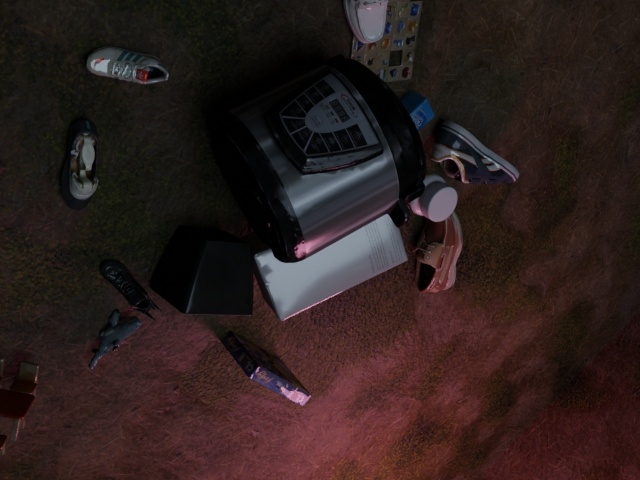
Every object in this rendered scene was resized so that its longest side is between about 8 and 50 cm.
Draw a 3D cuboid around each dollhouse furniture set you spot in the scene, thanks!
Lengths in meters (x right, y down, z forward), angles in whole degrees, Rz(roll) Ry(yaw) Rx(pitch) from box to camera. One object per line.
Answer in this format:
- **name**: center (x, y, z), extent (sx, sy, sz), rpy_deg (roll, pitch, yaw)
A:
- **dollhouse furniture set**: center (-0.721, 0.315, 1.483), extent (0.259, 0.262, 0.135), rpy_deg (13, 110, -8)

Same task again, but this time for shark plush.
- **shark plush**: center (-0.490, 0.232, 1.714), extent (0.161, 0.067, 0.073), rpy_deg (-39, 134, -10)

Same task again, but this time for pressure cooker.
- **pressure cooker**: center (0.013, -0.195, 1.608), extent (0.420, 0.375, 0.370), rpy_deg (-28, 124, -14)

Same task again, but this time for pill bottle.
- **pill bottle**: center (0.258, -0.138, 1.942), extent (0.119, 0.208, 0.119), rpy_deg (-18, 127, -27)

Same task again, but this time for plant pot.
- **plant pot**: center (-0.265, 0.065, 1.710), extent (0.188, 0.187, 0.167), rpy_deg (5, 103, -39)

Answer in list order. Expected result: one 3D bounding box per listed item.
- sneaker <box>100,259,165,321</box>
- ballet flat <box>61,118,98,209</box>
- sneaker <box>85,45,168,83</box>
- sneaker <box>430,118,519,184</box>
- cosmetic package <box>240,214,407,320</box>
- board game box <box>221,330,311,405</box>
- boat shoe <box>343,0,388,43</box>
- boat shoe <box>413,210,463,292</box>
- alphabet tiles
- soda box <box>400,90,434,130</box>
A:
- **sneaker**: center (-0.429, 0.116, 1.671), extent (0.051, 0.089, 0.170), rpy_deg (-42, 134, -7)
- **ballet flat**: center (-0.483, -0.143, 1.479), extent (0.074, 0.074, 0.203), rpy_deg (-5, 120, -35)
- **sneaker**: center (-0.373, -0.339, 1.431), extent (0.161, 0.075, 0.057), rpy_deg (-2, 118, -37)
- **sneaker**: center (0.431, -0.217, 2.084), extent (0.321, 0.126, 0.128), rpy_deg (27, 95, -33)
- **cosmetic package**: center (0.010, 0.021, 1.820), extent (0.365, 0.155, 0.197), rpy_deg (-23, 115, -12)
- **board game box**: center (-0.145, 0.349, 1.982), extent (0.042, 0.165, 0.243), rpy_deg (-49, 134, 0)
- **boat shoe**: center (0.110, -0.566, 1.629), extent (0.098, 0.096, 0.277), rpy_deg (-24, 127, -18)
- **boat shoe**: center (0.342, 0.030, 2.178), extent (0.116, 0.123, 0.325), rpy_deg (-20, 126, -23)
- **alphabet tiles**: center (0.159, -0.499, 1.777), extent (0.198, 0.009, 0.237), rpy_deg (-13, 124, -30)
- **soda box**: center (0.191, -0.287, 1.892), extent (0.210, 0.071, 0.067), rpy_deg (-44, 134, -6)
